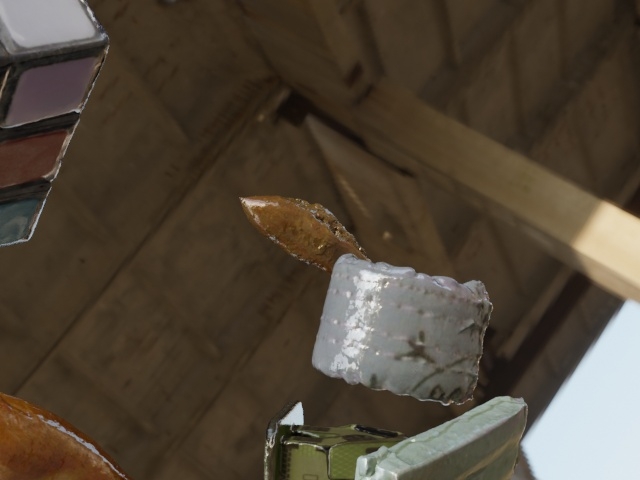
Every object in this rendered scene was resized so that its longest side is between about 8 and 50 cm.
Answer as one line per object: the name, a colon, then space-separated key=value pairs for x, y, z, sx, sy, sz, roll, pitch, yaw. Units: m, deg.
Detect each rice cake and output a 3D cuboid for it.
rice cake: x=0.096 y=0.193 z=0.945 sx=0.211 sy=0.038 sz=0.124 roll=-18 pitch=-56 yaw=-48

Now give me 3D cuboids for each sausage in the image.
sausage: x=-0.174 y=0.232 z=0.956 sx=0.076 sy=0.302 sz=0.103 roll=-40 pitch=2 yaw=32

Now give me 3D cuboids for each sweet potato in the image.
sweet potato: x=0.000 y=0.000 z=1.328 sx=0.206 sy=0.060 sz=0.068 roll=36 pitch=-109 yaw=-21

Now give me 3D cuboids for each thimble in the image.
thimble: x=0.076 y=0.081 z=1.121 sx=0.151 sy=0.127 sz=0.118 roll=14 pitch=-93 yaw=-19

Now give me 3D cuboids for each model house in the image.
model house: x=0.076 y=0.322 z=1.547 sx=0.218 sy=0.278 sz=0.205 roll=-25 pitch=-63 yaw=-82

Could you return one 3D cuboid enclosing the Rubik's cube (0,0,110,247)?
Rubik's cube: x=-0.477 y=-0.189 z=1.237 sx=0.362 sy=0.363 sz=0.359 roll=-14 pitch=-28 yaw=-37
